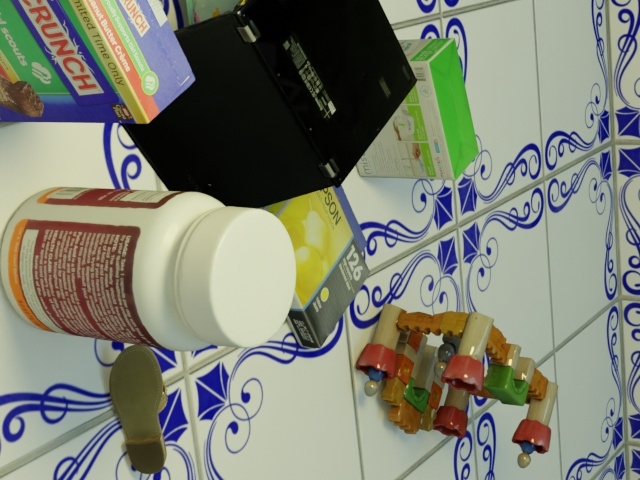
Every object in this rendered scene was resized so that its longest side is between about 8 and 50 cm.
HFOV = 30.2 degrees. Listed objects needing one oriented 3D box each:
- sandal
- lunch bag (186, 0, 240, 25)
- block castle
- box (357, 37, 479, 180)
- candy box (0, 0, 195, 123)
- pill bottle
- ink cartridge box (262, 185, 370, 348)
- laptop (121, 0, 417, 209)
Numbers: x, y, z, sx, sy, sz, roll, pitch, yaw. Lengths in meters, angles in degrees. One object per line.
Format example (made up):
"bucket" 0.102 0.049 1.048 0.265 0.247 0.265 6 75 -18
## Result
"sandal" -0.291 0.261 1.946 0.079 0.088 0.240 -85 172 -67
"lunch bag" -0.116 -0.388 2.031 0.223 0.160 0.262 -48 135 -54
"block castle" 0.299 0.324 2.580 0.453 0.303 0.213 42 60 -47
"box" 0.170 -0.262 2.394 0.127 0.231 0.262 -45 128 -43
"candy box" -0.359 -0.289 1.555 0.122 0.317 0.268 -54 134 -37
"pill bottle" -0.244 0.039 1.688 0.224 0.392 0.224 -9 101 -54
"ink cartridge box" 0.000 0.000 2.323 0.307 0.072 0.303 -54 134 -34
"laptop" -0.098 -0.272 1.943 0.408 0.236 0.382 -53 135 -23
